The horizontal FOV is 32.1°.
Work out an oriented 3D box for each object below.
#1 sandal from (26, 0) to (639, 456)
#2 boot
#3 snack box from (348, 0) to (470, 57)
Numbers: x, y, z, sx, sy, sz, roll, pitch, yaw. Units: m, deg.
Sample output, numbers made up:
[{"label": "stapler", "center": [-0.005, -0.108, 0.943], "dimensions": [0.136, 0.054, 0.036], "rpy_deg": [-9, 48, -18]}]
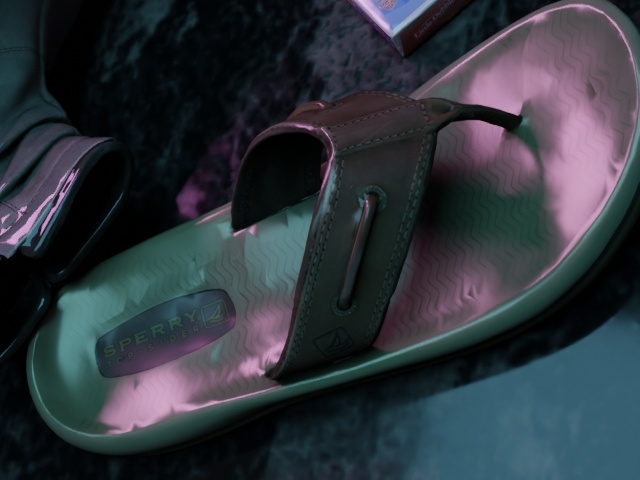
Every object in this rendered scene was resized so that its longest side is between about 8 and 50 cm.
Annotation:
[{"label": "sandal", "center": [-0.001, 0.002, 0.449], "dimensions": [0.303, 0.086, 0.120], "rpy_deg": [-29, 59, 11]}, {"label": "boot", "center": [-0.137, -0.060, 0.529], "dimensions": [0.161, 0.083, 0.246], "rpy_deg": [28, 84, 35]}, {"label": "snack box", "center": [0.086, -0.167, 0.520], "dimensions": [0.178, 0.022, 0.064], "rpy_deg": [-40, 60, 3]}]
